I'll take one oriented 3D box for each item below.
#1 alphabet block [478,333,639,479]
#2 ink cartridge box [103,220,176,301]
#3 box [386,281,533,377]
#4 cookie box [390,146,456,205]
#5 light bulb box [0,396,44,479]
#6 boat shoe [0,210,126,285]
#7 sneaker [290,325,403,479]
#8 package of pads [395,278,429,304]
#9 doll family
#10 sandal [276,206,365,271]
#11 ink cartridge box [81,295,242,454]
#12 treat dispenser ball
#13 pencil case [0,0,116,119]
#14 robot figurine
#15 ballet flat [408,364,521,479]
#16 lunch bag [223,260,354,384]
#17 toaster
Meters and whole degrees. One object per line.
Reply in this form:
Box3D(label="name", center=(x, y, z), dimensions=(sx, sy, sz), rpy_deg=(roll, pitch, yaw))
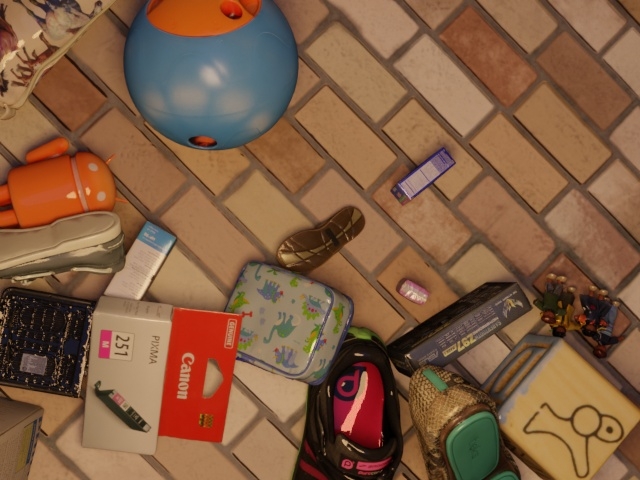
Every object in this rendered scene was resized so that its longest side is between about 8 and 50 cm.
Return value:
Box3D(label="alphabet block", center=(0.401, 0.297, 1.789), dimensions=(0.197, 0.193, 0.192), rpy_deg=(43, 85, -4))
Box3D(label="ink cartridge box", center=(-0.315, 0.060, 1.753), dimensions=(0.060, 0.104, 0.180), rpy_deg=(30, 84, -5))
Box3D(label="box", center=(0.235, 0.154, 1.779), dimensions=(0.233, 0.183, 0.059), rpy_deg=(-32, 91, -8))
Box3D(label="cookie box", center=(0.182, -0.113, 1.830), dimensions=(0.107, 0.092, 0.040), rpy_deg=(-39, 89, -6))
Box3D(label="light bulb box", center=(-0.603, 0.420, 1.573), dimensions=(0.225, 0.361, 0.358), rpy_deg=(14, 86, -5))
Box3D(label="boat shoe", center=(-0.470, 0.038, 1.655), dimensions=(0.319, 0.116, 0.099), rpy_deg=(-13, 124, -5))
Box3D(label="sneaker", center=(0.042, 0.388, 1.734), dimensions=(0.185, 0.202, 0.482), rpy_deg=(0, 87, -7))
Box3D(label="package of pads", center=(0.162, 0.091, 1.822), dimensions=(0.050, 0.083, 0.032), rpy_deg=(32, 89, -1))
Box3D(label="doll family", center=(0.470, 0.142, 1.861), dimensions=(0.193, 0.076, 0.111), rpy_deg=(15, 66, -1))
Box3D(label="sandal", center=(0.000, 0.000, 1.828), dimensions=(0.180, 0.049, 0.072), rpy_deg=(-33, 98, -22))
Box3D(label="ink cartridge box", center=(-0.267, 0.236, 1.715), dimensions=(0.239, 0.060, 0.275), rpy_deg=(8, 116, -6))
Box3D(label="treat dispenser ball", center=(-0.180, -0.292, 1.693), dimensions=(0.288, 0.288, 0.288), rpy_deg=(0, 87, -7))
Box3D(label="pencil case", center=(-0.448, -0.397, 1.729), dimensions=(0.183, 0.160, 0.410), rpy_deg=(40, 83, 11))
Box3D(label="robot figurine", center=(-0.442, -0.080, 1.732), dimensions=(0.219, 0.128, 0.158), rpy_deg=(-15, 46, -7))
Box3D(label="ballet flat", center=(0.242, 0.378, 1.745), dimensions=(0.164, 0.182, 0.482), rpy_deg=(-29, 132, -11))
Box3D(label="lunch bag", center=(-0.063, 0.140, 1.740), dimensions=(0.219, 0.090, 0.176), rpy_deg=(18, 84, 36))
Box3D(label="toaster", center=(-0.471, 0.170, 1.725), dimensions=(0.186, 0.110, 0.168), rpy_deg=(10, 85, -7))
